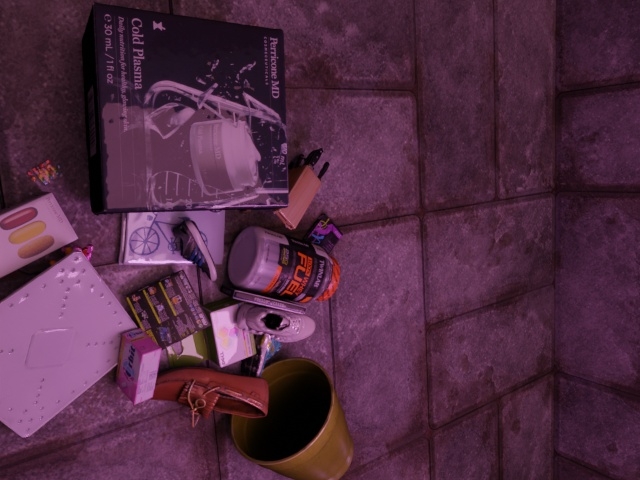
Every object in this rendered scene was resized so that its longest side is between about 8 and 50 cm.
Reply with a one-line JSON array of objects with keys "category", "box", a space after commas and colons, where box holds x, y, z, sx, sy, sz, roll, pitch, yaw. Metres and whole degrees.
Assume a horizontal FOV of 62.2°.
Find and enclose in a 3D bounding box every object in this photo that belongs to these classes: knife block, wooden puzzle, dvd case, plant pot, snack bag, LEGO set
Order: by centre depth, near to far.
[{"category": "wooden puzzle", "box": [-0.723, -0.180, 1.399, 0.083, 0.006, 0.049, -42, 117, -24]}, {"category": "LEGO set", "box": [-0.682, 0.099, 1.408, 0.093, 0.087, 0.227, 12, 103, -30]}, {"category": "snack bag", "box": [-0.435, -0.091, 1.596, 0.323, 0.037, 0.342, 1, 95, -36]}, {"category": "dvd case", "box": [-0.185, 0.187, 1.688, 0.239, 0.179, 0.029, 17, 84, -23]}, {"category": "knife block", "box": [-0.056, -0.186, 1.738, 0.242, 0.275, 0.088, -38, 119, 7]}, {"category": "plant pot", "box": [-0.058, 0.647, 1.786, 0.366, 0.366, 0.353, -48, 131, -22]}]

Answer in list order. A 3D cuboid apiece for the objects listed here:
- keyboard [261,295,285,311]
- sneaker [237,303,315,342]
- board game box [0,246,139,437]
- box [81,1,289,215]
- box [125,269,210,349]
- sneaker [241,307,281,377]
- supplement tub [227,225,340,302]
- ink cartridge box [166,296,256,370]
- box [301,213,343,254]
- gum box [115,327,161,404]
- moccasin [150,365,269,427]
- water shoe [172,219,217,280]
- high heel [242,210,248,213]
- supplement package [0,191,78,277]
[{"category": "keyboard", "box": [-0.144, 0.259, 1.852, 0.108, 0.023, 0.180, -48, 119, -21]}, {"category": "sneaker", "box": [-0.120, 0.268, 1.696, 0.292, 0.118, 0.110, 15, 74, -40]}, {"category": "board game box", "box": [-0.698, 0.264, 1.359, 0.390, 0.050, 0.390, -41, 139, -25]}, {"category": "box", "box": [-0.358, -0.313, 1.414, 0.472, 0.297, 0.479, -4, 94, -29]}, {"category": "box", "box": [-0.448, 0.208, 1.564, 0.184, 0.045, 0.190, -27, 94, -14]}, {"category": "sneaker", "box": [-0.181, 0.364, 1.784, 0.110, 0.107, 0.275, 24, 86, -41]}, {"category": "supplement tub", "box": [-0.114, 0.089, 1.741, 0.338, 0.207, 0.207, 18, 85, -35]}, {"category": "ink cartridge box", "box": [-0.347, 0.305, 1.667, 0.255, 0.097, 0.188, -16, 104, -34]}, {"category": "box", "box": [0.000, 0.000, 1.921, 0.116, 0.029, 0.162, 47, 70, -30]}, {"category": "gum box", "box": [-0.518, 0.360, 1.502, 0.062, 0.107, 0.188, -12, 125, -49]}, {"category": "moccasin", "box": [-0.343, 0.483, 1.625, 0.380, 0.147, 0.139, 18, 128, -24]}, {"category": "water shoe", "box": [-0.379, 0.038, 1.601, 0.080, 0.073, 0.203, -24, 107, -9]}, {"category": "high heel", "box": [-0.262, -0.230, 1.697, 0.186, 0.093, 0.261, 19, 97, -13]}, {"category": "supplement package", "box": [-0.760, -0.010, 1.313, 0.244, 0.134, 0.139, -34, 114, -28]}]
